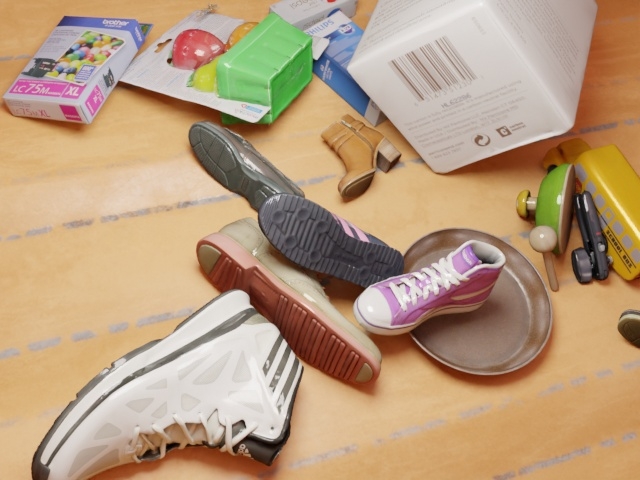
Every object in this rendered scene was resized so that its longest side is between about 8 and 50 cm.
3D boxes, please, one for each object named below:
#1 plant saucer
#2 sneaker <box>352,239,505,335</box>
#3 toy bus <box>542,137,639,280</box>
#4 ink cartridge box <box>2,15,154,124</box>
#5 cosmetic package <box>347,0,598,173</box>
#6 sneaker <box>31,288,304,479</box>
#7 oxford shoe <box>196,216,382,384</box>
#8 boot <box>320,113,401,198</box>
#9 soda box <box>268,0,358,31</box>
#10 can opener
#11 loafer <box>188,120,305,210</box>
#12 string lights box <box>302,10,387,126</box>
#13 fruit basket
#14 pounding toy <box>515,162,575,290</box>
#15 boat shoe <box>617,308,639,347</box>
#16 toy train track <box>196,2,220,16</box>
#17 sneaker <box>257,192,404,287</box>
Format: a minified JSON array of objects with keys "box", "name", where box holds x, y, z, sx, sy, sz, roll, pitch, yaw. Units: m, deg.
[{"box":[0.284,0.117,1.507,0.310,0.050,0.311,5,57,-7],"name":"plant saucer"},{"box":[0.194,0.066,1.381,0.282,0.161,0.102,-15,60,-26],"name":"sneaker"},{"box":[0.599,-0.079,1.644,0.108,0.130,0.333,-15,62,-20],"name":"toy bus"},{"box":[-0.487,-0.370,1.626,0.185,0.065,0.311,8,52,18],"name":"ink cartridge box"},{"box":[0.320,-0.415,1.613,0.327,0.329,0.394,43,51,-28],"name":"cosmetic package"},{"box":[-0.200,0.283,1.235,0.257,0.169,0.447,42,57,18],"name":"sneaker"},{"box":[-0.031,0.091,1.412,0.397,0.140,0.146,40,51,11],"name":"oxford shoe"},{"box":[0.056,-0.175,1.636,0.152,0.073,0.197,40,47,13],"name":"boot"},{"box":[-0.017,-0.532,1.847,0.216,0.069,0.074,-30,69,-25],"name":"soda box"},{"box":[0.543,-0.008,1.598,0.073,0.059,0.186,-4,88,-29],"name":"can opener"},{"box":[-0.145,-0.142,1.575,0.267,0.096,0.084,43,40,8],"name":"loafer"},{"box":[0.081,-0.385,1.768,0.133,0.077,0.259,-36,71,-29],"name":"string lights box"},{"box":[-0.204,-0.371,1.679,0.353,0.165,0.327,14,46,23],"name":"fruit basket"},{"box":[0.436,-0.046,1.591,0.110,0.183,0.237,7,57,24],"name":"pounding toy"},{"box":[0.675,0.175,1.535,0.223,0.080,0.073,19,51,-5],"name":"boat shoe"},{"box":[-0.255,-0.519,1.779,0.048,0.014,0.083,2,31,24],"name":"toy train track"},{"box":[0.000,0.000,1.422,0.319,0.131,0.112,30,90,-34],"name":"sneaker"}]
